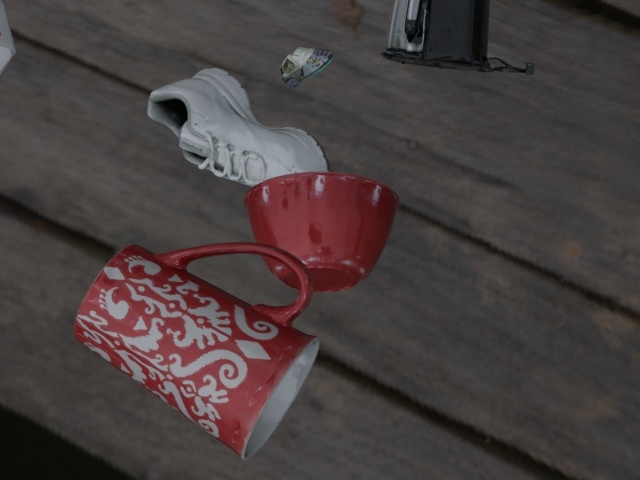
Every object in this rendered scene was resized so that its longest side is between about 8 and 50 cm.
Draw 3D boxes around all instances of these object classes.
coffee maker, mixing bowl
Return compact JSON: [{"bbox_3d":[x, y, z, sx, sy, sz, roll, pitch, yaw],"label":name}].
[{"bbox_3d":[0.162,-0.287,1.604,0.171,0.120,0.178,6,94,-10],"label":"coffee maker"},{"bbox_3d":[0.000,0.000,1.606,0.181,0.181,0.098,-10,66,27],"label":"mixing bowl"}]

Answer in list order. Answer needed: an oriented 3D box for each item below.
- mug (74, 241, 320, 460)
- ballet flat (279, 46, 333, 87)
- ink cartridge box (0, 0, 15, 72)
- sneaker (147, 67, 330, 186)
[{"bbox_3d":[-0.091,0.070,1.116,0.169,0.150,0.113,30,155,11],"label":"mug"},{"bbox_3d":[-0.023,-0.219,1.732,0.114,0.041,0.041,-22,90,65],"label":"ballet flat"},{"bbox_3d":[-0.433,-0.266,1.539,0.086,0.148,0.203,-47,44,28],"label":"ink cartridge box"},{"bbox_3d":[-0.107,-0.113,1.782,0.297,0.129,0.111,37,126,31],"label":"sneaker"}]
